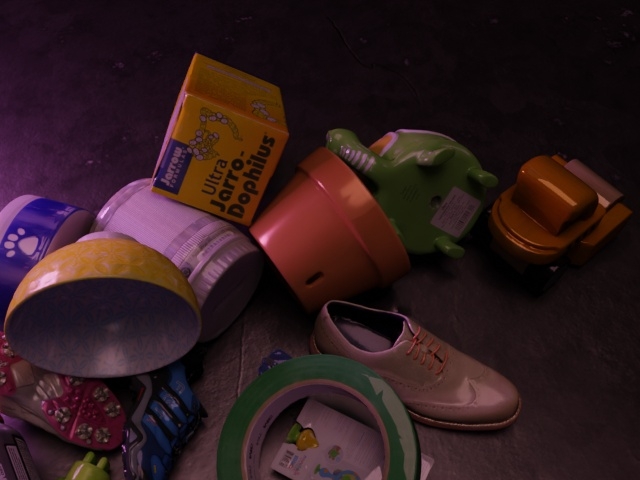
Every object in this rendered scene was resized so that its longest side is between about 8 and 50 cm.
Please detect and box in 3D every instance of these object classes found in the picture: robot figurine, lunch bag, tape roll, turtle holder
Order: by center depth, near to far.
[{"bbox_3d":[-0.003,0.346,1.161,0.321,0.077,0.321,-5,67,12],"label":"tape roll"},{"bbox_3d":[-0.380,0.398,1.162,0.101,0.067,0.115,20,56,4],"label":"robot figurine"},{"bbox_3d":[-0.066,0.241,1.300,0.098,0.065,0.067,32,58,16],"label":"lunch bag"},{"bbox_3d":[0.159,-0.104,1.447,0.320,0.243,0.227,-8,29,-23],"label":"turtle holder"}]

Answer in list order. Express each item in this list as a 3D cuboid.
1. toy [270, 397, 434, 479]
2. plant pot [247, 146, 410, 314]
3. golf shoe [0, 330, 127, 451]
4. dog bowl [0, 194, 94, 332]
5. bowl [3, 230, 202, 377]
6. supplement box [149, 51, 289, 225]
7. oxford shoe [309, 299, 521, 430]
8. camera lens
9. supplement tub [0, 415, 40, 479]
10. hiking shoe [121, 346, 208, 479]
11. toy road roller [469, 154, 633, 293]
[{"bbox_3d":[0.052,0.377,1.218,0.237,0.056,0.137,24,63,17],"label":"toy"},{"bbox_3d":[0.000,0.000,1.364,0.203,0.291,0.291,-35,63,-8],"label":"plant pot"},{"bbox_3d":[-0.465,0.258,1.219,0.306,0.140,0.115,37,52,-14],"label":"golf shoe"},{"bbox_3d":[-0.490,0.059,1.274,0.104,0.265,0.265,13,55,2],"label":"dog bowl"},{"bbox_3d":[-0.333,0.080,1.144,0.289,0.289,0.156,-5,52,-8],"label":"bowl"},{"bbox_3d":[-0.192,-0.209,1.415,0.195,0.194,0.356,20,22,-15],"label":"supplement box"},{"bbox_3d":[0.167,0.219,1.283,0.397,0.146,0.140,17,55,8],"label":"oxford shoe"},{"bbox_3d":[-0.270,0.031,1.338,0.274,0.219,0.219,32,58,17],"label":"camera lens"},{"bbox_3d":[-0.501,0.407,1.070,0.193,0.193,0.316,-25,60,-20],"label":"supplement tub"},{"bbox_3d":[-0.253,0.307,1.209,0.132,0.113,0.304,-1,56,-7],"label":"hiking shoe"},{"bbox_3d":[0.480,-0.073,1.458,0.329,0.241,0.202,-34,64,-25],"label":"toy road roller"}]
